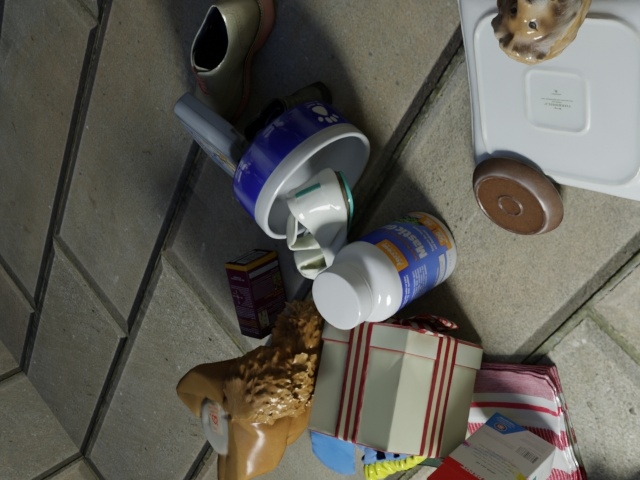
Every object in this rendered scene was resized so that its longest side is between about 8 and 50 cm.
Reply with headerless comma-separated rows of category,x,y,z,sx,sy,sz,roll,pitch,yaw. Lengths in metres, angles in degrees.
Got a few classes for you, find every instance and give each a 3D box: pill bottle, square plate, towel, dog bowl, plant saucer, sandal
pill bottle,0.116,0.057,1.477,0.152,0.272,0.152,22,124,36
square plate,0.360,-0.219,1.206,0.347,0.049,0.344,16,133,38
towel,0.385,0.389,1.556,0.237,0.037,0.329,-7,105,48
dog bowl,-0.036,-0.133,1.540,0.104,0.265,0.265,46,136,21
plant saucer,0.322,-0.066,1.342,0.168,0.029,0.168,32,152,20
sandal,0.165,0.417,1.725,0.317,0.126,0.138,-40,76,46

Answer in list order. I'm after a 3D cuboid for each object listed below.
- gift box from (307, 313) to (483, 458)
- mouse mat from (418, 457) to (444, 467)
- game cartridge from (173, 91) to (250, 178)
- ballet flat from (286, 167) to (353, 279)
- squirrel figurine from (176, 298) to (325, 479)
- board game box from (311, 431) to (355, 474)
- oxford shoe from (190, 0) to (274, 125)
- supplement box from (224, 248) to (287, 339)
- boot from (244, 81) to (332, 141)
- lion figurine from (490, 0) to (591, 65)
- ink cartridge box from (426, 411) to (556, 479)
gift box,0.138,0.261,1.521,0.255,0.276,0.258,2,77,43
mouse mat,0.192,0.435,1.799,0.189,0.007,0.153,-9,104,48
game cartridge,-0.197,-0.191,1.709,0.198,0.062,0.297,34,171,25
ballet flat,0.000,0.000,1.566,0.139,0.139,0.400,40,161,24
squirrel figurine,-0.055,0.309,1.707,0.281,0.370,0.397,58,140,24
board game box,0.039,0.497,1.969,0.133,0.033,0.169,20,128,32
oxford shoe,-0.229,-0.366,1.705,0.140,0.146,0.397,42,136,18
supplement box,-0.147,0.126,1.910,0.081,0.104,0.188,7,115,44
boot,-0.098,-0.234,1.630,0.083,0.161,0.246,58,139,7
lion figurine,0.256,-0.415,1.118,0.240,0.142,0.392,-55,42,19
ink cartridge box,0.306,0.426,1.452,0.134,0.231,0.078,28,131,36
